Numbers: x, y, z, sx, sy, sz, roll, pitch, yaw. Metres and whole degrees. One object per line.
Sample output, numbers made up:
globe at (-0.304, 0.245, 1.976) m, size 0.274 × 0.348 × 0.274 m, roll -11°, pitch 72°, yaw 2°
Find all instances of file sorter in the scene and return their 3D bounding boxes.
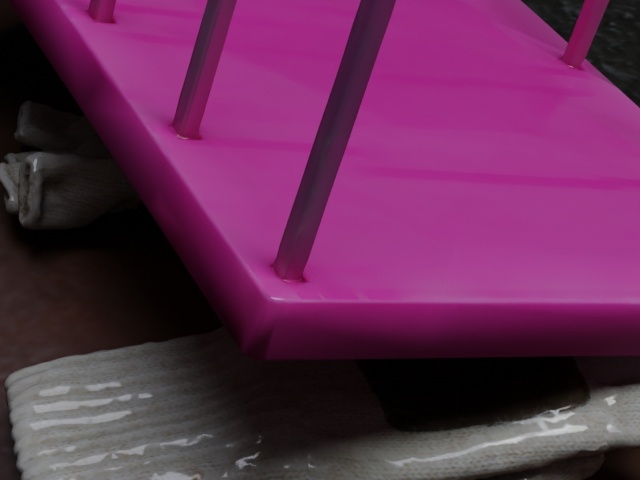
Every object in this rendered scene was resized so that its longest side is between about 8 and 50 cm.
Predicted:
file sorter at (0.033, -0.122, 0.546) m, size 0.202 × 0.182 × 0.290 m, roll 1°, pitch 33°, yaw -32°

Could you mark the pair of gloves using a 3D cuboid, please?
pair of gloves at (0.000, 0.000, 0.576) m, size 0.204 × 0.042 × 0.240 m, roll -2°, pitch 36°, yaw -9°
